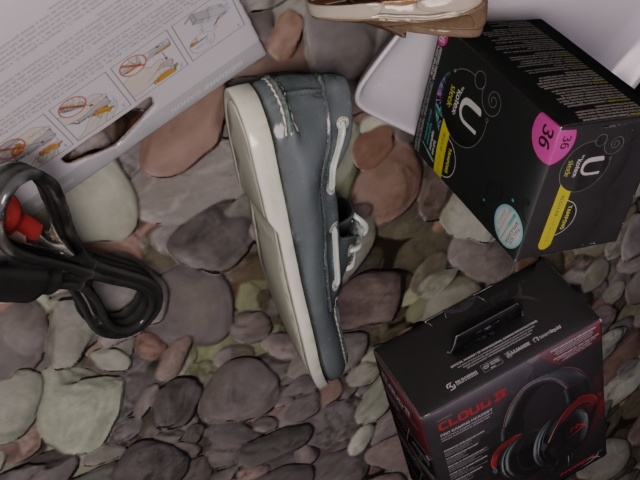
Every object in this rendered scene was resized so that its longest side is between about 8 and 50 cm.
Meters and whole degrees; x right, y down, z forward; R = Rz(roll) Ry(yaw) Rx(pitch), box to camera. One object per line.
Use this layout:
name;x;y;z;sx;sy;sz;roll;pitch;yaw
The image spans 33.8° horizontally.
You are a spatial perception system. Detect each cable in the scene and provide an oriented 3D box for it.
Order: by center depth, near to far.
cable;-0.206;0.006;0.786;0.139;0.072;0.287;-55;156;10

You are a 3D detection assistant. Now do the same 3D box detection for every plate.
plate;0.188;-0.190;0.896;0.277;0.045;0.278;20;114;-42

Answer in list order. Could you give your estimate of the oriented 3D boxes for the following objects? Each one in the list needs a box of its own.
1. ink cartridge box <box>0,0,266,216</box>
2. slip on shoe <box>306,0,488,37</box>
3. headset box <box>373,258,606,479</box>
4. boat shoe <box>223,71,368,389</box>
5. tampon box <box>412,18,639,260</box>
ink cartridge box;-0.183;-0.125;0.709;0.275;0.060;0.239;-35;162;-2
slip on shoe;0.057;-0.171;0.788;0.135;0.051;0.041;-2;128;11
headset box;0.193;0.172;1.157;0.218;0.110;0.293;-27;136;-10
boat shoe;0.000;0.000;0.888;0.099;0.116;0.319;-21;129;-11
tampon box;0.163;-0.083;0.821;0.101;0.161;0.120;-9;130;-25
